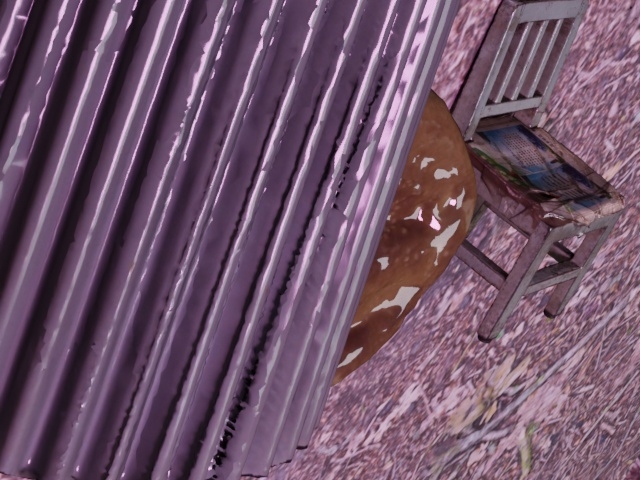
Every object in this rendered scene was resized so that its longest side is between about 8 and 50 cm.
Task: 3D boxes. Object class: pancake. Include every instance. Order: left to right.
[{"bbox_3d":[0.000,0.000,1.286,0.294,0.049,0.294,-22,130,-28],"label":"pancake"}]

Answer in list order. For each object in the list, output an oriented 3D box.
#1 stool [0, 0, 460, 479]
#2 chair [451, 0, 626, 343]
[{"bbox_3d":[-0.085,-0.094,0.830,0.297,0.297,0.330,-13,130,-53],"label":"stool"},{"bbox_3d":[0.188,-0.063,1.476,0.136,0.147,0.270,-13,137,-52],"label":"chair"}]
